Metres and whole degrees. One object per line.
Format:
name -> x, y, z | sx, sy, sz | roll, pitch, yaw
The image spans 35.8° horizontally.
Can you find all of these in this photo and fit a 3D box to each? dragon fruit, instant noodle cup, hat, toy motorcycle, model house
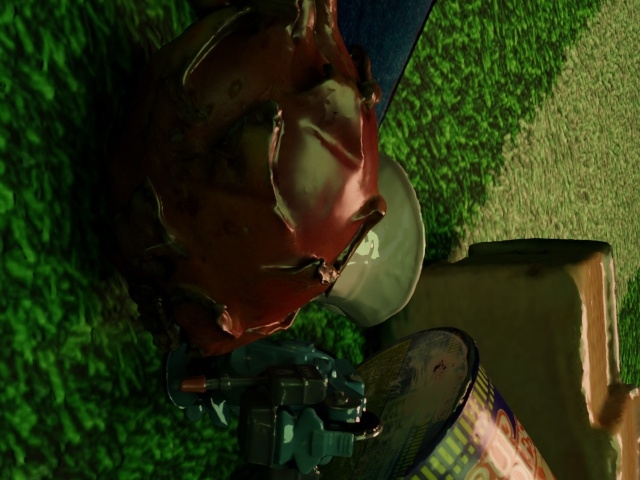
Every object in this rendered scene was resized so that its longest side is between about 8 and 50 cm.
dragon fruit -> -0.065, -0.063, 0.839 | 0.250, 0.250, 0.315 | -19, 107, -55
instant noodle cup -> 0.149, 0.299, 1.087 | 0.312, 0.284, 0.284 | 49, 50, -15
hat -> 0.000, 0.000, 1.028 | 0.126, 0.203, 0.203 | -3, 99, -39
toy motorcycle -> -0.050, 0.139, 0.921 | 0.272, 0.182, 0.124 | -139, -128, -75
model house -> 0.270, 0.196, 1.370 | 0.342, 0.334, 0.382 | -15, 103, -67

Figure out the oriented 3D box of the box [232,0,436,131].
box -> 0.003, -0.277, 1.007 | 0.279, 0.116, 0.261 | 55, 49, -46
